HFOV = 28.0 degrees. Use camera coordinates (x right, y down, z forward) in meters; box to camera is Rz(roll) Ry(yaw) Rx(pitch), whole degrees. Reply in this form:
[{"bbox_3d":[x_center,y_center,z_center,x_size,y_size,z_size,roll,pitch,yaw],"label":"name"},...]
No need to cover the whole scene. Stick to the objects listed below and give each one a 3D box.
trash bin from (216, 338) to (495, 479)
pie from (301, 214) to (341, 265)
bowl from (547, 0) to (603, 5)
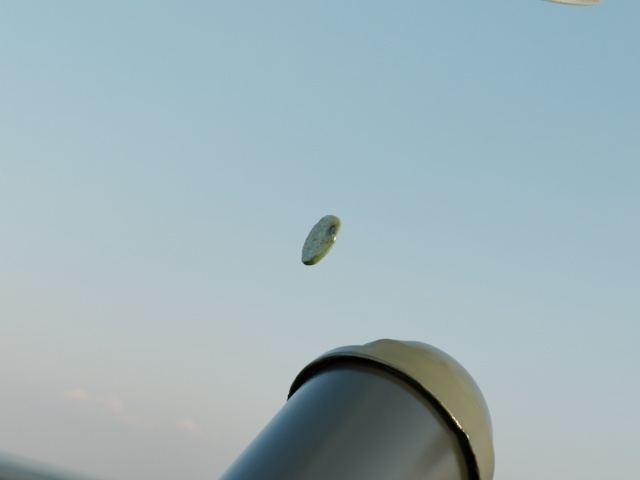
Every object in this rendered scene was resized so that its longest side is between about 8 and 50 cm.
[{"bbox_3d":[0.030,0.221,1.179,0.214,0.334,0.214,20,-50,27],"label":"trash bin"},{"bbox_3d":[0.000,0.000,1.832,0.017,0.085,0.085,34,-20,-22],"label":"pie"},{"bbox_3d":[0.239,-0.442,1.680,0.345,0.157,0.345,14,26,-7],"label":"bowl"}]
